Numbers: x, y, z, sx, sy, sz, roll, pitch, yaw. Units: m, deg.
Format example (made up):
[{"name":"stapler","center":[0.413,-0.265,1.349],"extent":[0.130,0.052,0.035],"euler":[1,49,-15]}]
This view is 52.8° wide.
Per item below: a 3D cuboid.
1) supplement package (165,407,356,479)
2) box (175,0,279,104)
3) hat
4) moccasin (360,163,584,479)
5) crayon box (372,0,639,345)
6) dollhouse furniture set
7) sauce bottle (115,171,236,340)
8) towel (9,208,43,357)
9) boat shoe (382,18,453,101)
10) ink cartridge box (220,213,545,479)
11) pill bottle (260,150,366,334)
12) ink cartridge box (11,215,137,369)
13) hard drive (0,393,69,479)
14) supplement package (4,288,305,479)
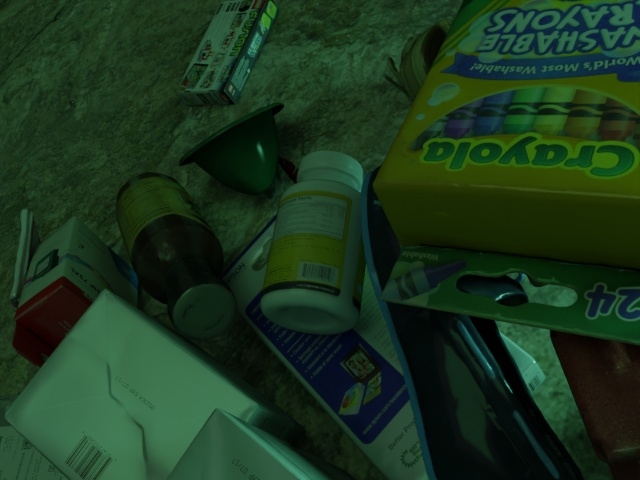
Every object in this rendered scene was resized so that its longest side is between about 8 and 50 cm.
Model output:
[{"name":"supplement package","center":[-0.017,0.259,0.531],"extent":[0.139,0.244,0.134],"euler":[27,77,39]},{"name":"box","center":[-0.158,-0.325,1.103],"extent":[0.114,0.036,0.207],"euler":[8,66,33]},{"name":"hat","center":[-0.081,-0.077,0.915],"extent":[0.173,0.183,0.208],"euler":[-32,7,-3]},{"name":"moccasin","center":[0.133,0.069,0.567],"extent":[0.117,0.138,0.342],"euler":[-30,63,29]},{"name":"crayon box","center":[0.178,-0.092,0.498],"extent":[0.203,0.083,0.323],"euler":[7,57,33]},{"name":"dollhouse furniture set","center":[0.262,0.028,0.550],"extent":[0.152,0.201,0.374],"euler":[-23,47,17]},{"name":"sauce bottle","center":[-0.185,0.012,0.813],"extent":[0.111,0.111,0.344],"euler":[-44,34,0]},{"name":"towel","center":[-0.422,0.068,0.933],"extent":[0.029,0.197,0.144],"euler":[-2,56,-15]},{"name":"boat shoe","center":[0.139,-0.188,0.742],"extent":[0.089,0.285,0.104],"euler":[-22,97,29]},{"name":"ink cartridge box","center":[0.042,0.094,0.715],"extent":[0.176,0.069,0.371],"euler":[-48,53,-3]},{"name":"pill bottle","center":[0.000,0.000,0.691],"extent":[0.103,0.103,0.184],"euler":[-6,59,27]},{"name":"ink cartridge box","center":[-0.311,0.084,0.840],"extent":[0.078,0.134,0.231],"euler":[-35,33,6]},{"name":"hard drive","center":[-0.365,0.311,0.821],"extent":[0.339,0.064,0.237],"euler":[-12,57,25]},{"name":"supplement package","center":[-0.150,0.184,0.647],"extent":[0.194,0.203,0.149],"euler":[32,77,21]}]
